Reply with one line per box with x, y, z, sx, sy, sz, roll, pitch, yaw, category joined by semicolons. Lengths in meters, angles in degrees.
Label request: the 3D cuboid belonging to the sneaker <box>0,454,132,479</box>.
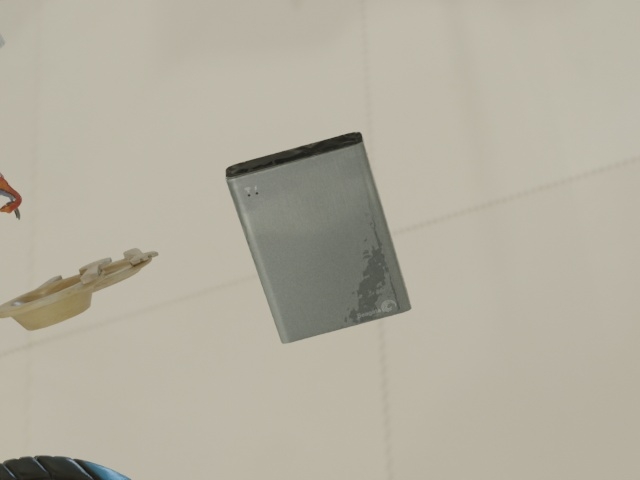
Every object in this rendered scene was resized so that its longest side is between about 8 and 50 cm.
-0.303;0.280;1.396;0.139;0.341;0.125;106;149;-45;sneaker

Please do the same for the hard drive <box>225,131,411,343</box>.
0.000;0.000;1.098;0.094;0.135;0.022;-15;29;4;hard drive

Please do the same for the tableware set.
-0.161;0.035;0.801;0.169;0.141;0.020;-20;98;3;tableware set

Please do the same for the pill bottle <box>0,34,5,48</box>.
-0.296;-0.187;1.245;0.067;0.120;0.067;-30;17;11;pill bottle

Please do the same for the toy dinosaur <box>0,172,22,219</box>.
-0.353;-0.060;1.753;0.082;0.047;0.090;10;114;41;toy dinosaur
